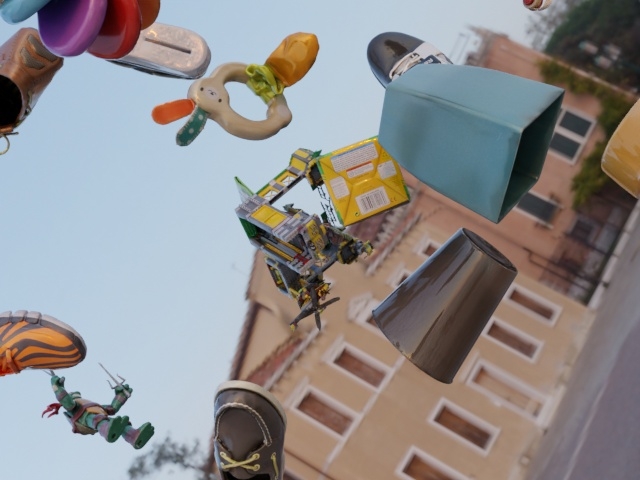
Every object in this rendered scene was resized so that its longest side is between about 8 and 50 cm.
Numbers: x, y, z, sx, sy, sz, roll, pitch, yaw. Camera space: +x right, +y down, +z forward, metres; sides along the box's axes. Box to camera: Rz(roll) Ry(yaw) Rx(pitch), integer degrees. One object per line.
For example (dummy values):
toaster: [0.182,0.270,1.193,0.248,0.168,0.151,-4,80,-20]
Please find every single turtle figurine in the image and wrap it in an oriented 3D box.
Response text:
turtle figurine: [-0.434,0.321,1.723,0.175,0.234,0.118,6,-75,-52]

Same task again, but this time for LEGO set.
LEGO set: [0.000,0.000,1.750,0.255,0.192,0.331,-33,-50,-26]

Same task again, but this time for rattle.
rattle: [-0.109,-0.204,1.198,0.200,0.130,0.143,-7,-7,-39]

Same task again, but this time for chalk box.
chalk box: [0.073,-0.109,1.624,0.132,0.132,0.213,-21,4,0]

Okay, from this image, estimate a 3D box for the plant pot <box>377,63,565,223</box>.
plant pot: [0.216,-0.171,1.366,0.165,0.234,0.165,-40,-32,-44]

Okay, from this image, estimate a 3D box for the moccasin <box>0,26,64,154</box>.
moccasin: [-0.590,-0.251,1.639,0.380,0.139,0.147,-14,38,49]

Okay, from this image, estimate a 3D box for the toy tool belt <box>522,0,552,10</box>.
toy tool belt: [0.216,-0.280,0.912,0.051,0.052,0.083,4,-70,-42]

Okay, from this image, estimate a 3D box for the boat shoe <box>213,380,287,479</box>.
boat shoe: [-0.080,0.242,1.017,0.227,0.081,0.068,82,-165,-48]

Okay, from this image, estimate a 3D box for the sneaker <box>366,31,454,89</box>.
sneaker: [0.200,-0.276,1.591,0.122,0.330,0.146,-48,-20,7]

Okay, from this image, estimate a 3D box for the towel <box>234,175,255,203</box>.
towel: [-0.187,-0.091,2.390,0.023,0.113,0.152,-36,-35,-17]

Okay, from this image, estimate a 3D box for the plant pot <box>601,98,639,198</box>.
plant pot: [0.459,-0.094,1.008,0.205,0.188,0.205,-34,-24,-18]

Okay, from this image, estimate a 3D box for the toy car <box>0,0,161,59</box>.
toy car: [-0.221,-0.229,0.808,0.182,0.159,0.136,-5,-100,-54]

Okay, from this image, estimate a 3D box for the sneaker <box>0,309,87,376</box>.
sneaker: [-0.547,0.208,1.438,0.180,0.321,0.124,-76,-16,-48]

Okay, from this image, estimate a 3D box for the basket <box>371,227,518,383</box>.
basket: [0.229,0.102,1.592,0.154,0.204,0.227,20,-68,-49]

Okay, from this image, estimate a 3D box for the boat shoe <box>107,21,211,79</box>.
boat shoe: [-0.367,-0.369,1.672,0.119,0.335,0.121,117,176,-76]
